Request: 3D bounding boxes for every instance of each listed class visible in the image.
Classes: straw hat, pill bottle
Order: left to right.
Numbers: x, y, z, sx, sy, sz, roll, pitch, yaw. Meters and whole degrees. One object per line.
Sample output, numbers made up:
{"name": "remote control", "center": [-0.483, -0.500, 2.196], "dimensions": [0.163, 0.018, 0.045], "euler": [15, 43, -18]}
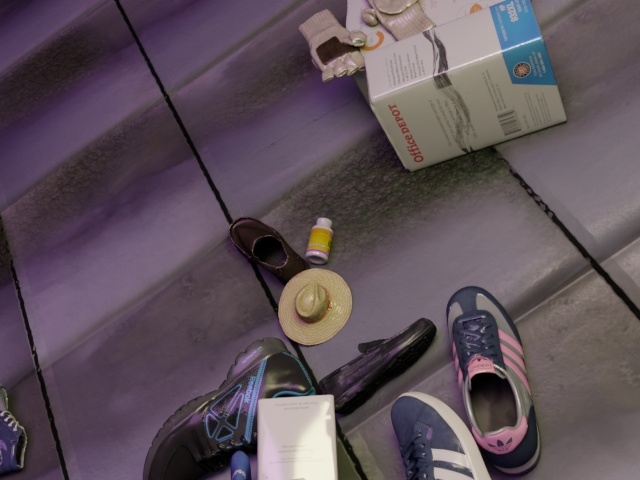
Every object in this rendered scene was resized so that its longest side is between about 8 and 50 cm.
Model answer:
{"name": "straw hat", "center": [-0.016, 0.109, 1.520], "dimensions": [0.144, 0.061, 0.144], "euler": [-4, 70, 11]}
{"name": "pill bottle", "center": [0.000, 0.000, 1.615], "dimensions": [0.043, 0.043, 0.083], "euler": [-2, 60, 26]}

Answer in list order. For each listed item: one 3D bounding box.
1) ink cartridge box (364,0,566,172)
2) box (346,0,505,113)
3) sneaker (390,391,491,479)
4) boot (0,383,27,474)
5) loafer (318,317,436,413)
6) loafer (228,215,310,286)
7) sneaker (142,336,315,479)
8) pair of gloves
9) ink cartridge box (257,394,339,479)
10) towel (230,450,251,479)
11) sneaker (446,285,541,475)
{"name": "ink cartridge box", "center": [0.260, -0.275, 1.544], "dimensions": [0.307, 0.223, 0.129], "euler": [-18, 53, 16]}
{"name": "box", "center": [0.238, -0.413, 1.680], "dimensions": [0.345, 0.168, 0.215], "euler": [-11, 57, 20]}
{"name": "sneaker", "center": [0.159, 0.367, 1.211], "dimensions": [0.148, 0.131, 0.350], "euler": [-7, 45, -26]}
{"name": "boot", "center": [-0.617, 0.367, 1.686], "dimensions": [0.086, 0.069, 0.190], "euler": [-12, 63, 11]}
{"name": "loafer", "center": [0.092, 0.196, 1.421], "dimensions": [0.223, 0.076, 0.078], "euler": [-39, 58, 4]}
{"name": "loafer", "center": [-0.105, 0.007, 1.641], "dimensions": [0.220, 0.078, 0.080], "euler": [33, 78, 38]}
{"name": "sneaker", "center": [-0.157, 0.319, 1.440], "dimensions": [0.341, 0.125, 0.139], "euler": [-47, 56, -4]}
{"name": "pair of gloves", "center": [0.082, -0.409, 1.622], "dimensions": [0.240, 0.042, 0.204], "euler": [-27, 53, 9]}
{"name": "ink cartridge box", "center": [-0.026, 0.427, 1.238], "dimensions": [0.119, 0.207, 0.353], "euler": [-2, 57, 0]}
{"name": "towel", "center": [-0.098, 0.492, 1.186], "dimensions": [0.040, 0.243, 0.336], "euler": [-3, 35, -6]}
{"name": "sneaker", "center": [0.257, 0.186, 1.308], "dimensions": [0.112, 0.131, 0.319], "euler": [-23, 52, 13]}
